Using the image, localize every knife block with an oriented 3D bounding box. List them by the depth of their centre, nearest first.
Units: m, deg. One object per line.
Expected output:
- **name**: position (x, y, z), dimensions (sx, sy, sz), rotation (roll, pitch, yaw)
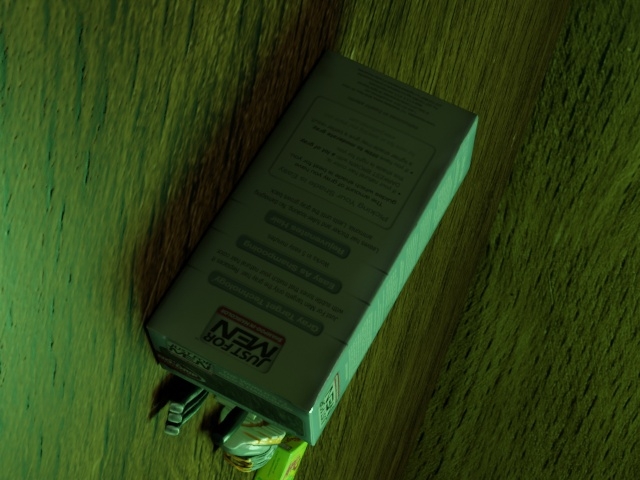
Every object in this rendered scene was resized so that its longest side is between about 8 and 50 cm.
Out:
- **knife block**: position (-0.080, 0.132, 1.395), dimensions (0.242, 0.088, 0.276), rotation (-62, 166, -8)

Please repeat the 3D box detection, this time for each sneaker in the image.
- **sneaker**: position (-0.095, 0.268, 1.591), dimensions (0.083, 0.084, 0.215), rotation (-60, 167, 1)

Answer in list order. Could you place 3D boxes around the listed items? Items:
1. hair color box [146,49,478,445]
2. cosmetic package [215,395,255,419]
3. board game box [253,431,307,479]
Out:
- **hair color box**: position (0.000, 0.000, 1.255), dimensions (0.374, 0.185, 0.114), rotation (-59, 166, -23)
- **cosmetic package**: position (-0.079, 0.170, 1.521), dimensions (0.115, 0.060, 0.041), rotation (-44, 155, -52)
- **board game box**: position (-0.082, 0.400, 1.937), dimensions (0.181, 0.043, 0.092), rotation (-68, 165, 13)
